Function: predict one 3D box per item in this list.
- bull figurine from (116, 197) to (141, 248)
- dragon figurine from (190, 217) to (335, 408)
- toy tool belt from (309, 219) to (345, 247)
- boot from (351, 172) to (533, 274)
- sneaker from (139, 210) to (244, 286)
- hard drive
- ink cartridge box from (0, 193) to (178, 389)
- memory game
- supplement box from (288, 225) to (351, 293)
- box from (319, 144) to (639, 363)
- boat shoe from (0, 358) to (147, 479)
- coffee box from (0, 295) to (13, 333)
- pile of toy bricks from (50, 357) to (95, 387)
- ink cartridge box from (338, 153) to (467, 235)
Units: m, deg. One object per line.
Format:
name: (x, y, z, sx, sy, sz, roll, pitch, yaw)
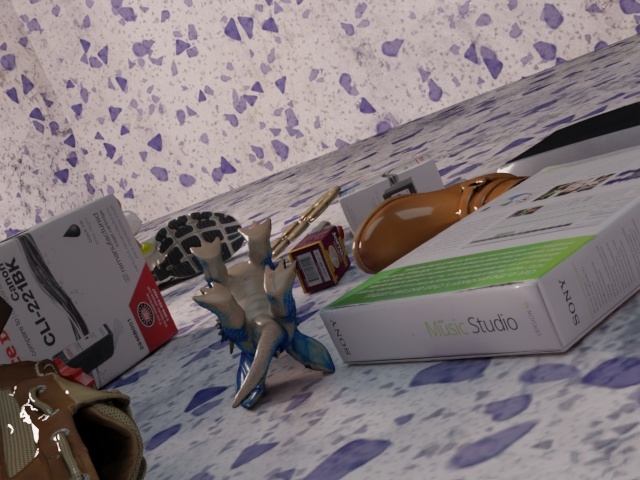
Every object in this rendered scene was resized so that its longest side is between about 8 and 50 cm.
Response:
bull figurine: (-0.399, 0.058, 1.613, 0.188, 0.101, 0.310, -24, 31, 21)
dragon figurine: (-0.043, 0.079, 0.810, 0.085, 0.144, 0.289, -23, 27, -6)
toy tool belt: (0.000, 0.000, 1.314, 0.051, 0.052, 0.083, -13, 10, 13)
boot: (0.140, -0.025, 1.013, 0.197, 0.073, 0.152, -29, 12, -25)
sneaker: (-0.260, 0.022, 1.740, 0.275, 0.107, 0.110, -22, 0, 10)
hard drive: (0.322, -0.104, 1.064, 0.172, 0.054, 0.255, -31, 11, -41)
ink cartridge box: (-0.318, 0.087, 1.135, 0.114, 0.197, 0.273, -18, 10, 35)
memory game: (-0.038, -0.015, 1.436, 0.186, 0.012, 0.186, -44, 6, 5)
supplement box: (0.000, 0.022, 1.161, 0.043, 0.055, 0.083, -20, 10, 18)
box: (0.186, 0.000, 0.792, 0.322, 0.058, 0.232, -28, 9, -36)
boat shoe: (-0.172, 0.154, 0.649, 0.120, 0.122, 0.324, -20, 16, -8)
coffee box: (-0.402, 0.127, 0.852, 0.246, 0.098, 0.141, -37, 20, 10)
pile of toy bricks: (-0.313, 0.172, 0.905, 0.212, 0.105, 0.118, -20, 9, 22)
ink cartridge box: (0.119, -0.073, 1.410, 0.180, 0.060, 0.104, -23, 7, 5)
